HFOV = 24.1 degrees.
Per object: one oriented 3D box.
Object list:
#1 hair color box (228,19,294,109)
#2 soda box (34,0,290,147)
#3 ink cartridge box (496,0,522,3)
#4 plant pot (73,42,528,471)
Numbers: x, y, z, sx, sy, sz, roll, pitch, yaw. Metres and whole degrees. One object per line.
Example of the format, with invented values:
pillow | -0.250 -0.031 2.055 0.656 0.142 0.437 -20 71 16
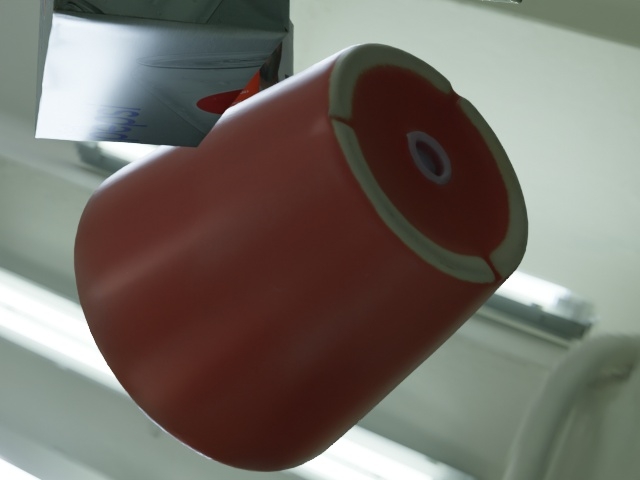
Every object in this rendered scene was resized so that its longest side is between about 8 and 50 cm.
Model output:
hair color box | -0.061 -0.145 1.336 0.093 0.053 0.167 54 -150 -57
soda box | -0.084 -0.112 0.717 0.286 0.098 0.091 154 118 -76
ink cartridge box | 0.112 -0.309 1.084 0.235 0.056 0.171 48 -119 -50
plant pot | 0.000 0.000 1.100 0.243 0.275 0.275 -36 -11 35
